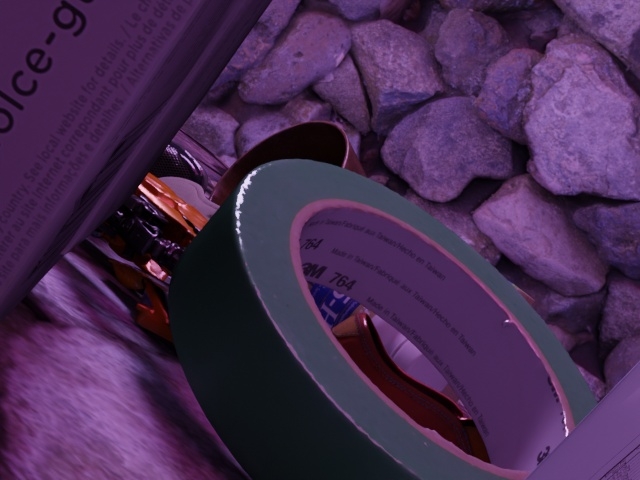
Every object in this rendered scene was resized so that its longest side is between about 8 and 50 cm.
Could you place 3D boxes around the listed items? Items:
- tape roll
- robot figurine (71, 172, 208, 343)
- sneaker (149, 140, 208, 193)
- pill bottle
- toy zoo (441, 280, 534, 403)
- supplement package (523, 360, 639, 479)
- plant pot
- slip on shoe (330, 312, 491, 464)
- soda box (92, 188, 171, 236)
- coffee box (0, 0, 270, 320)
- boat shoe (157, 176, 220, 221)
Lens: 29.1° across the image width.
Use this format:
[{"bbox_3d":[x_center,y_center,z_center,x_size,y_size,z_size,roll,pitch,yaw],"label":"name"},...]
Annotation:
[{"bbox_3d":[0.054,0.084,0.814,0.321,0.077,0.321,33,26,-18],"label":"tape roll"},{"bbox_3d":[-0.139,-0.003,0.951,0.291,0.085,0.211,37,3,25],"label":"robot figurine"},{"bbox_3d":[-0.240,-0.108,1.420,0.227,0.087,0.130,34,4,16],"label":"sneaker"},{"bbox_3d":[0.058,0.098,1.362,0.187,0.112,0.112,38,4,39],"label":"pill bottle"},{"bbox_3d":[0.208,0.136,1.706,0.030,0.192,0.293,37,3,0],"label":"toy zoo"},{"bbox_3d":[0.131,0.170,0.385,0.194,0.149,0.203,41,13,2],"label":"supplement package"},{"bbox_3d":[0.000,0.000,1.614,0.230,0.215,0.215,52,-6,-34],"label":"plant pot"},{"bbox_3d":[0.118,0.178,0.951,0.331,0.101,0.123,39,2,11],"label":"slip on shoe"},{"bbox_3d":[-0.197,-0.044,1.166,0.063,0.058,0.183,37,4,3],"label":"soda box"},{"bbox_3d":[-0.177,-0.204,0.593,0.334,0.337,0.338,36,18,-5],"label":"coffee box"},{"bbox_3d":[-0.137,-0.005,1.294,0.233,0.084,0.079,30,-41,48],"label":"boat shoe"}]
